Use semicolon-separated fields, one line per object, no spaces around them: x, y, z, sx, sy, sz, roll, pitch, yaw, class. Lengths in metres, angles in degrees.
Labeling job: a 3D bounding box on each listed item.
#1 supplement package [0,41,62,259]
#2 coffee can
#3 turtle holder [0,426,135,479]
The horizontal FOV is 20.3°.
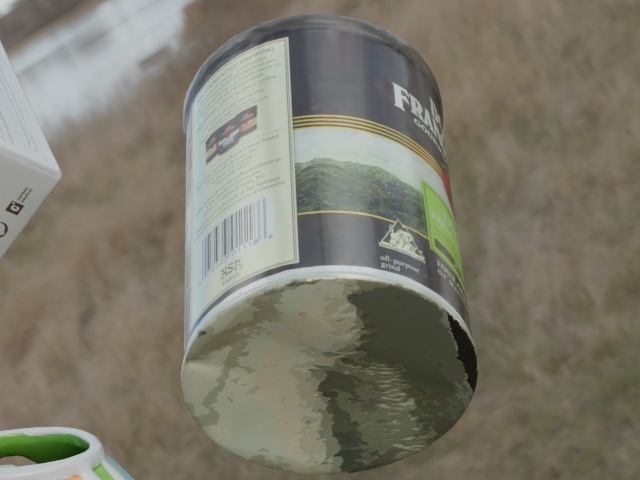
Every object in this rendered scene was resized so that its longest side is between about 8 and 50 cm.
-0.330;-0.071;1.017;0.175;0.293;0.177;-50;41;17;supplement package
0.000;0.000;1.291;0.201;0.201;0.275;-28;40;22;coffee can
-0.197;0.250;1.279;0.243;0.227;0.320;-4;7;9;turtle holder
